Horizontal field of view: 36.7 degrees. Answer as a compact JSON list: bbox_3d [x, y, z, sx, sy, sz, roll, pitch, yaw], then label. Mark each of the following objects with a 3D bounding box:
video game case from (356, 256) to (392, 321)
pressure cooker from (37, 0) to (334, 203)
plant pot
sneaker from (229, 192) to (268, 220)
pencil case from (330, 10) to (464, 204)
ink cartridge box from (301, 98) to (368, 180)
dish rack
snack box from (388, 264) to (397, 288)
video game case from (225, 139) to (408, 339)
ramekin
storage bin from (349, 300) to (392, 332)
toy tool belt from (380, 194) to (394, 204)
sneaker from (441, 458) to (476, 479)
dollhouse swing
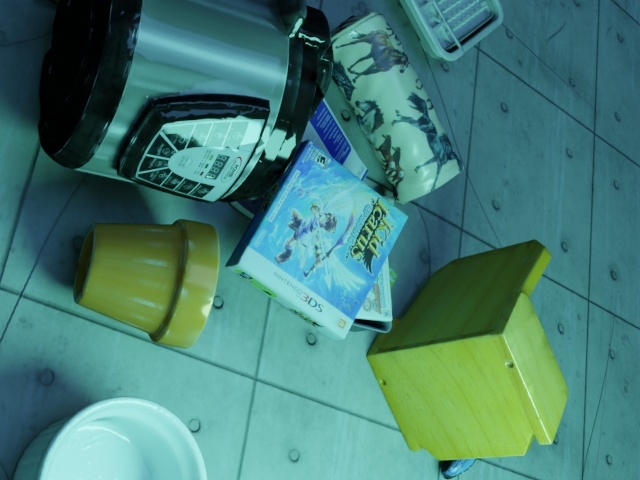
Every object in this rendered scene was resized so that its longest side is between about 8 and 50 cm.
[{"bbox_3d":[0.076,0.071,1.823,0.143,0.019,0.157,10,71,-40],"label":"video game case"},{"bbox_3d":[-0.195,-0.255,1.525,0.420,0.370,0.375,12,92,-31],"label":"pressure cooker"},{"bbox_3d":[-0.282,0.055,1.524,0.188,0.205,0.205,13,69,-22],"label":"plant pot"},{"bbox_3d":[-0.042,-0.051,1.804,0.283,0.124,0.107,33,58,-31],"label":"sneaker"},{"bbox_3d":[0.140,-0.267,2.000,0.160,0.183,0.410,-42,108,-36],"label":"pencil case"},{"bbox_3d":[-0.033,-0.202,1.872,0.333,0.065,0.165,56,47,-30],"label":"ink cartridge box"},{"bbox_3d":[0.290,-0.587,2.299,0.333,0.072,0.285,-41,105,-41],"label":"dish rack"},{"bbox_3d":[0.085,0.060,1.947,0.141,0.037,0.100,48,50,-21],"label":"snack box"},{"bbox_3d":[0.000,0.000,1.715,0.244,0.061,0.269,37,69,-21],"label":"video game case"},{"bbox_3d":[-0.317,0.375,1.424,0.277,0.135,0.277,14,68,-39],"label":"ramekin"},{"bbox_3d":[0.059,0.129,1.866,0.135,0.091,0.098,18,65,-39],"label":"storage bin"},{"bbox_3d":[0.120,-0.061,2.014,0.051,0.052,0.083,19,58,-3],"label":"toy tool belt"},{"bbox_3d":[0.281,0.394,2.012,0.087,0.083,0.221,31,52,-16],"label":"sneaker"},{"bbox_3d":[0.330,0.215,1.913,0.305,0.347,0.315,-31,99,-43],"label":"dollhouse swing"}]
